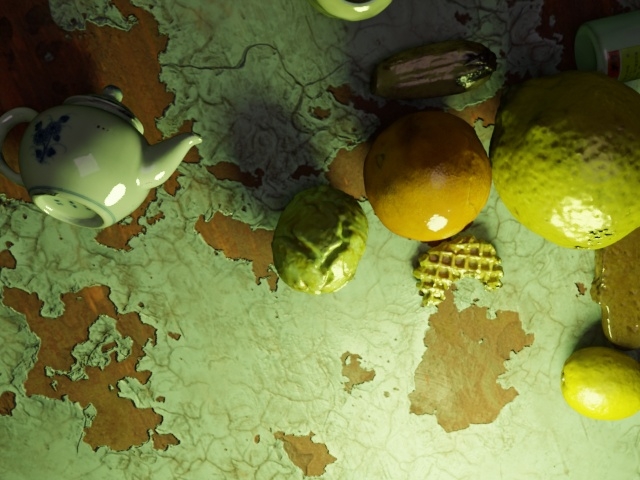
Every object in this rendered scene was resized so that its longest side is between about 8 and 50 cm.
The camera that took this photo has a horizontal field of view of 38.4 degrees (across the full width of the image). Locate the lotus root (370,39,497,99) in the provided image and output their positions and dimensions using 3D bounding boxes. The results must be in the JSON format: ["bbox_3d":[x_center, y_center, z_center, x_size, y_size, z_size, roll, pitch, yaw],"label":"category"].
[{"bbox_3d":[0.226,-0.343,1.857,0.259,0.097,0.110,-8,97,2],"label":"lotus root"}]

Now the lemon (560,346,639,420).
[{"bbox_3d":[0.629,0.317,2.034,0.207,0.170,0.170,11,102,-12],"label":"lemon"}]

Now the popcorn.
[{"bbox_3d":[0.000,0.000,1.852,0.184,0.204,0.221,24,80,-37],"label":"popcorn"}]

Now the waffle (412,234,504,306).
[{"bbox_3d":[0.300,0.070,1.989,0.194,0.051,0.149,-24,104,-2],"label":"waffle"}]

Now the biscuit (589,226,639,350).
[{"bbox_3d":[0.786,0.050,2.038,0.394,0.076,0.368,-5,100,-9],"label":"biscuit"}]

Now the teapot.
[{"bbox_3d":[-0.434,-0.176,1.748,0.424,0.252,0.280,8,68,13],"label":"teapot"}]

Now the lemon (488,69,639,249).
[{"bbox_3d":[0.502,-0.166,1.808,0.387,0.350,0.349,38,96,0],"label":"lemon"}]

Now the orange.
[{"bbox_3d":[0.210,-0.128,1.823,0.261,0.261,0.261,-2,104,-7],"label":"orange"}]

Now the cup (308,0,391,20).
[{"bbox_3d":[0.095,-0.515,1.739,0.255,0.202,0.173,-15,105,-4],"label":"cup"}]

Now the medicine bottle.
[{"bbox_3d":[0.645,-0.399,1.873,0.226,0.139,0.139,-14,105,-4],"label":"medicine bottle"}]
